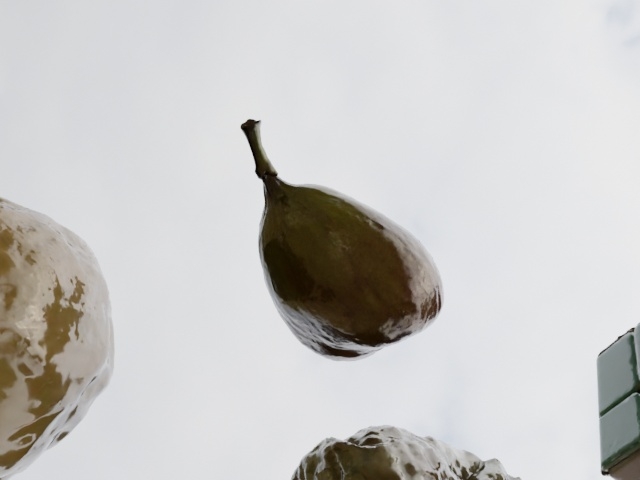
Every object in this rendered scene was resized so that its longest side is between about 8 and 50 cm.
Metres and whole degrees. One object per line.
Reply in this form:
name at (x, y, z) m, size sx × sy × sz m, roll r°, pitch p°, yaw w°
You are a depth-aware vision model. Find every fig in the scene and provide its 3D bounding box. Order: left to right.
fig at (-0.001, 0.001, 0.690) m, size 0.274 × 0.145 × 0.170 m, roll 54°, pitch -32°, yaw -8°

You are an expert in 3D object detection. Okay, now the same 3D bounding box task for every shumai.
shumai at (0.128, 0.294, 0.736) m, size 0.267 × 0.262 × 0.314 m, roll 14°, pitch -56°, yaw 47°

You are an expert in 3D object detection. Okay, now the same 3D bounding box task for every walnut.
walnut at (-0.368, 0.090, 0.645) m, size 0.383 × 0.383 × 0.384 m, roll -12°, pitch -111°, yaw 35°

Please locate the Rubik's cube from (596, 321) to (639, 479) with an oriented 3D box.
Rubik's cube at (0.495, 0.202, 0.832) m, size 0.221 × 0.231 × 0.225 m, roll 35°, pitch -55°, yaw -2°
